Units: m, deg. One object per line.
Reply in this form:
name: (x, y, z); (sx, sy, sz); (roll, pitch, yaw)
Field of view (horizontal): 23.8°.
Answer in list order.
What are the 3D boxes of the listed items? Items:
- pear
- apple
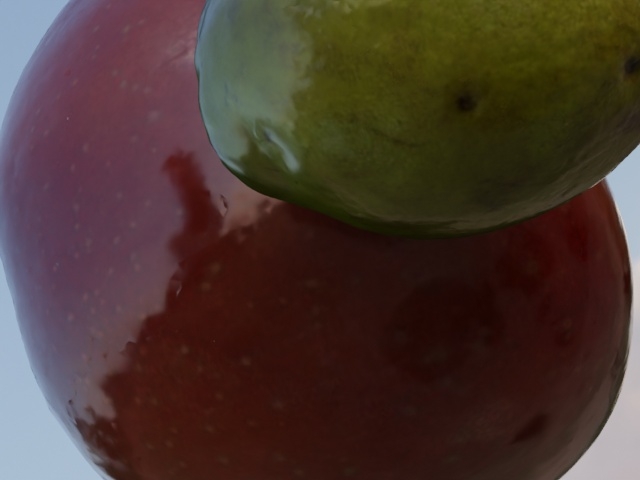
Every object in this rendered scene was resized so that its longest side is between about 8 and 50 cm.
pear: (0.031, -0.052, 0.401); (0.131, 0.107, 0.107); (-12, -22, 15)
apple: (0.000, 0.000, 0.579); (0.216, 0.260, 0.260); (-19, -26, 3)
